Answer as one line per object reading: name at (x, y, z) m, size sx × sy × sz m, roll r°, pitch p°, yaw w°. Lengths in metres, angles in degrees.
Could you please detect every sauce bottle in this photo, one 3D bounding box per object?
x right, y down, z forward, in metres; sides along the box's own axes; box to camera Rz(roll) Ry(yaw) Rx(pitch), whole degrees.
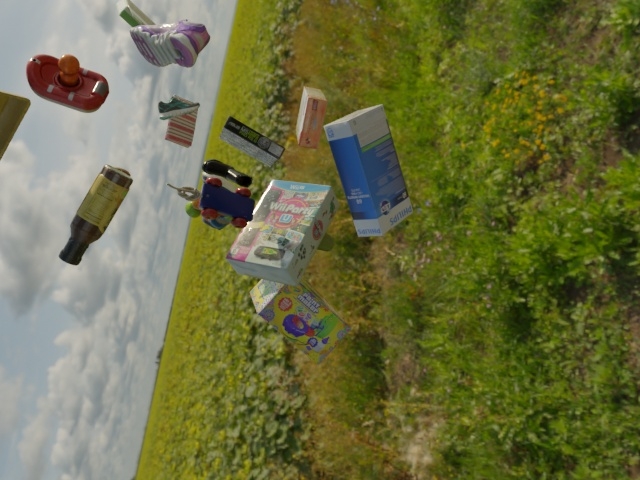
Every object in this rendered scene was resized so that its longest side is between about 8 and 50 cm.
sauce bottle at (-0.747, -0.081, 1.825) m, size 0.344 × 0.111 × 0.111 m, roll -58°, pitch 16°, yaw 3°

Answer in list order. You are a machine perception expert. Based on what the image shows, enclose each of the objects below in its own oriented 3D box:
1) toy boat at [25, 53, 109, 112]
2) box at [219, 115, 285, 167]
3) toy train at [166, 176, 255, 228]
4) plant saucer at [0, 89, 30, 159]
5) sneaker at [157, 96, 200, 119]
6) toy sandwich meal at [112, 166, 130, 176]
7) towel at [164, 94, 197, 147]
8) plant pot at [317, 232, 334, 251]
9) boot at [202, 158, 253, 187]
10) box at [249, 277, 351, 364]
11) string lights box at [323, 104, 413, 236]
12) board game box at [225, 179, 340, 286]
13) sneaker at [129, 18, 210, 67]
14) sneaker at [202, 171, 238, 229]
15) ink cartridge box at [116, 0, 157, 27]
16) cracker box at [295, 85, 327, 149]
toy boat at (-0.756, -0.494, 1.659) m, size 0.151 × 0.231 × 0.151 m, roll 125°, pitch 158°, yaw -52°
box at (-0.300, -0.423, 2.406) m, size 0.060 × 0.270 × 0.216 m, roll -63°, pitch 12°, yaw -9°
toy train at (-0.308, -0.097, 1.425) m, size 0.143 × 0.248 × 0.105 m, roll -16°, pitch 63°, yaw 50°
plant saucer at (-1.195, -0.409, 1.832) m, size 0.333 × 0.333 × 0.081 m, roll -45°, pitch 60°, yaw 27°
sneaker at (-0.536, -0.509, 2.090) m, size 0.065 × 0.166 × 0.076 m, roll -6°, pitch 104°, yaw 59°
toy sandwich meal at (-0.746, -0.248, 2.060) m, size 0.085 × 0.086 × 0.029 m, roll 147°, pitch 138°, yaw -71°
towel at (-0.592, -0.505, 2.358) m, size 0.029 × 0.144 × 0.197 m, roll 9°, pitch 87°, yaw 31°
plant pot at (0.000, 0.000, 1.727) m, size 0.083 × 0.079 × 0.083 m, roll -33°, pitch 46°, yaw 42°
boot at (-0.254, -0.183, 1.532) m, size 0.099 × 0.121 × 0.045 m, roll 32°, pitch 105°, yaw 35°
box at (-0.079, 0.248, 1.988) m, size 0.177 × 0.290 × 0.279 m, roll -47°, pitch 16°, yaw -2°
string lights box at (0.111, -0.152, 1.224) m, size 0.077 × 0.133 × 0.259 m, roll -2°, pitch 113°, yaw 44°
board game box at (-0.108, -0.030, 1.632) m, size 0.303 × 0.224 × 0.097 m, roll -62°, pitch -35°, yaw -28°
sneaker at (-0.340, -0.462, 1.270) m, size 0.104 × 0.236 × 0.095 m, roll -53°, pitch -39°, yaw -23°
sneaker at (-0.364, -0.127, 1.949) m, size 0.148 × 0.131 × 0.350 m, roll -54°, pitch -13°, yaw -12°
ink cartridge box at (-0.629, -0.754, 1.960) m, size 0.056 × 0.171 × 0.235 m, roll -39°, pitch 45°, yaw 12°
cracker box at (-0.033, -0.401, 1.792) m, size 0.232 × 0.067 × 0.155 m, roll -104°, pitch 25°, yaw -66°
